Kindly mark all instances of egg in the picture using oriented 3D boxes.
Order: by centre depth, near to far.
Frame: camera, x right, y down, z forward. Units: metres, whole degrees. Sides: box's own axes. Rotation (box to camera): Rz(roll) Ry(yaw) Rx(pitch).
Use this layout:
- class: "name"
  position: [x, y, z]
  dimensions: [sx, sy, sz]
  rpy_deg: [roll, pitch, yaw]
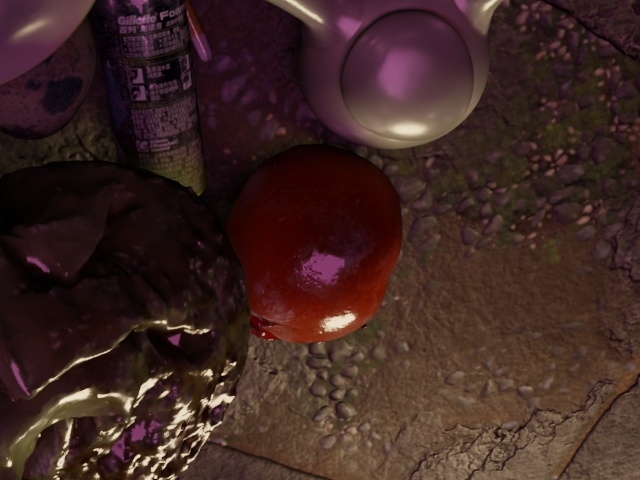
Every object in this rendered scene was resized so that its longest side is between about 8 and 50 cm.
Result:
- class: "egg"
  position: [-0.288, -0.180, 1.011]
  dimensions: [0.141, 0.141, 0.182]
  rpy_deg: [-7, 129, -9]

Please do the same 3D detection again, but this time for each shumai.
- class: "shumai"
  position: [-0.270, 0.107, 0.956]
  dimensions: [0.395, 0.348, 0.395]
  rpy_deg: [1, 96, 9]

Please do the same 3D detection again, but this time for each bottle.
- class: "bottle"
  position: [-0.175, -0.196, 1.042]
  dimensions: [0.093, 0.093, 0.330]
  rpy_deg: [-8, 122, -9]

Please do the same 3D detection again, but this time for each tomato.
- class: "tomato"
  position: [0.000, 0.000, 1.136]
  dimensions: [0.199, 0.112, 0.228]
  rpy_deg: [5, 85, -19]

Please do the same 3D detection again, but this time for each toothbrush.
- class: "toothbrush"
  position: [-0.168, -0.308, 1.038]
  dimensions: [0.024, 0.021, 0.288]
  rpy_deg: [-16, 119, 8]

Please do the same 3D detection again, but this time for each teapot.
- class: "teapot"
  position: [0.032, -0.198, 1.067]
  dimensions: [0.318, 0.149, 0.220]
  rpy_deg: [4, 114, -16]

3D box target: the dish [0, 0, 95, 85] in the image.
- class: "dish"
  position: [-0.342, -0.288, 0.868]
  dimensions: [0.324, 0.124, 0.324]
  rpy_deg: [0, 91, 3]

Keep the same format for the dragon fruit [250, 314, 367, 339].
- class: "dragon fruit"
  position: [-0.021, 0.078, 1.237]
  dimensions: [0.190, 0.094, 0.094]
  rpy_deg: [11, 114, -27]
